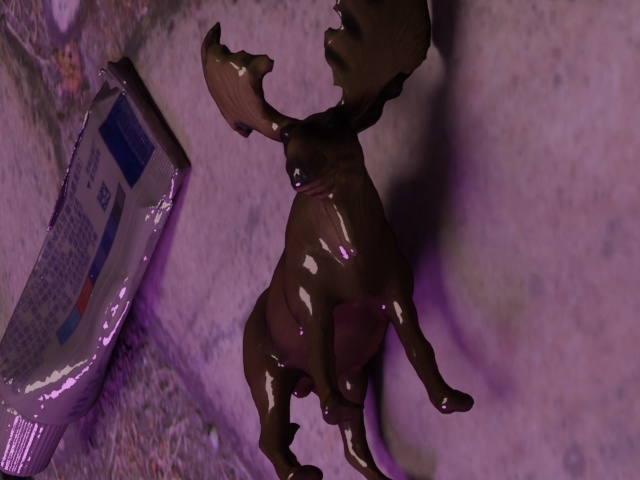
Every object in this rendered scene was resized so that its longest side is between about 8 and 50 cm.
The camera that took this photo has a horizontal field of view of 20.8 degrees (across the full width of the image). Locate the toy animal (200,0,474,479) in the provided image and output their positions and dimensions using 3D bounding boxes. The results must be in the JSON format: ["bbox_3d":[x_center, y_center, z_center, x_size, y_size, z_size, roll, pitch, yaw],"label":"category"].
[{"bbox_3d":[0.000,0.000,0.734,0.214,0.093,0.186,110,151,-53],"label":"toy animal"}]

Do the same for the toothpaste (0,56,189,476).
[{"bbox_3d":[-0.148,0.032,1.060,0.099,0.068,0.282,36,122,17],"label":"toothpaste"}]
